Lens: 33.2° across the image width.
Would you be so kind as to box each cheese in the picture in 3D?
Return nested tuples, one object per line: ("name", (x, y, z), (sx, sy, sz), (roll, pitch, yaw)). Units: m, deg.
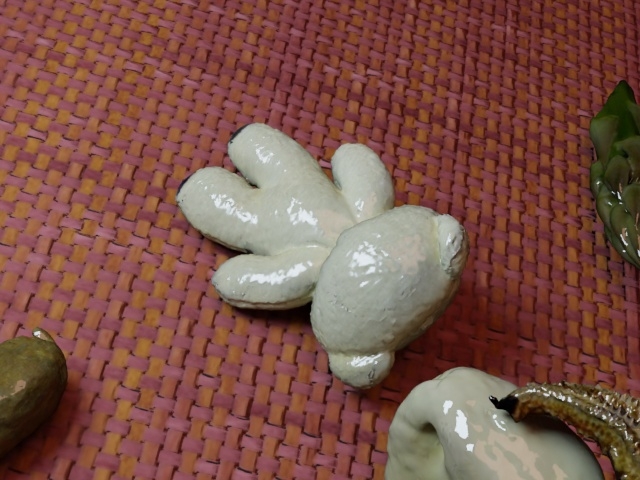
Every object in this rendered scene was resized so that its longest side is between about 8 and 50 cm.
("cheese", (0.153, 0.217, 0.801), (0.093, 0.159, 0.263), (-24, 61, -35))

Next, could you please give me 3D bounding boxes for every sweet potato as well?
("sweet potato", (-0.291, 0.161, 0.776), (0.075, 0.075, 0.273), (40, 56, 16))

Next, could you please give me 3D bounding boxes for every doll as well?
("doll", (0.003, -0.003, 0.974), (0.278, 0.175, 0.149), (38, 14, 25))

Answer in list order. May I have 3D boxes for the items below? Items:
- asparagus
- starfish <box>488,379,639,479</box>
("asparagus", (0.320, -0.063, 1.128), (0.080, 0.080, 0.287), (10, 43, -9))
("starfish", (0.228, 0.208, 0.653), (0.303, 0.113, 0.312), (2, 34, -4))
